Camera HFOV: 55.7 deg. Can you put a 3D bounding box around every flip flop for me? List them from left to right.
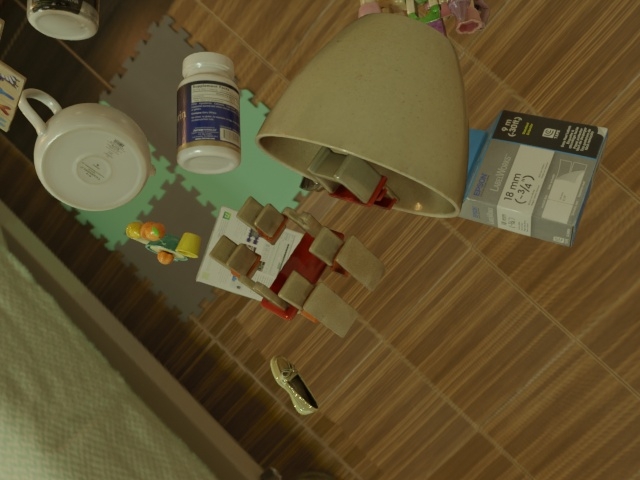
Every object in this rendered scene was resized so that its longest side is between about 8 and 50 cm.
[{"bbox_3d":[-0.007,-0.178,1.699,0.080,0.277,0.112,22,88,-7],"label":"flip flop"}]

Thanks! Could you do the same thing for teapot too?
[{"bbox_3d":[-0.499,-0.204,1.327,0.252,0.187,0.256,-8,131,-14],"label":"teapot"}]

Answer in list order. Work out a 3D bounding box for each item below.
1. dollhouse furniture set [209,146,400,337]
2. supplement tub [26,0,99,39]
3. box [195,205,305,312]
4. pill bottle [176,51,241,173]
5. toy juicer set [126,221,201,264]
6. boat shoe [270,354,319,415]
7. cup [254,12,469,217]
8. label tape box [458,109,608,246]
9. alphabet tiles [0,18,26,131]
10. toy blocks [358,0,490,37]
[{"bbox_3d":[0.000,0.000,0.910,0.262,0.135,0.259,22,75,50],"label":"dollhouse furniture set"},{"bbox_3d":[-0.445,-0.461,1.058,0.117,0.117,0.191,-3,81,15],"label":"supplement tub"},{"bbox_3d":[-0.176,0.058,1.782,0.322,0.058,0.232,20,90,-13],"label":"box"},{"bbox_3d":[-0.269,-0.306,1.460,0.153,0.153,0.265,-6,76,15],"label":"pill bottle"},{"bbox_3d":[-0.507,0.018,1.871,0.209,0.329,0.090,21,74,-23],"label":"toy juicer set"},{"bbox_3d":[-0.057,0.323,1.370,0.048,0.056,0.153,-33,84,44],"label":"boat shoe"},{"bbox_3d":[0.092,-0.202,0.940,0.331,0.331,0.237,19,86,11],"label":"cup"},{"bbox_3d":[0.416,-0.152,1.325,0.333,0.106,0.241,17,72,26],"label":"label tape box"},{"bbox_3d":[-0.454,-0.238,0.732,0.198,0.009,0.237,36,149,-20],"label":"alphabet tiles"},{"bbox_3d":[0.280,-0.537,1.564,0.288,0.309,0.260,-11,79,25],"label":"toy blocks"}]
